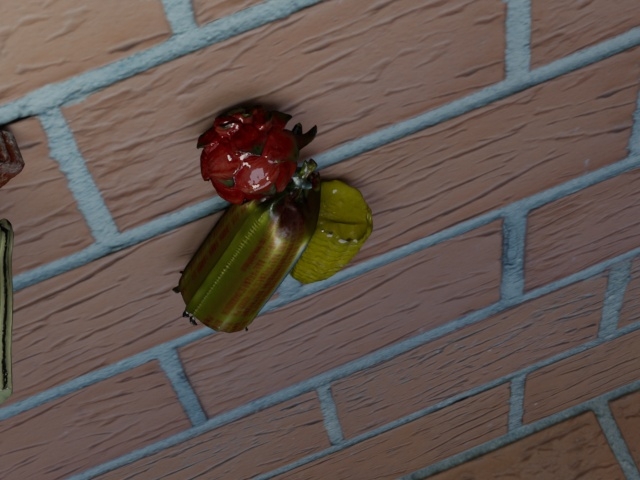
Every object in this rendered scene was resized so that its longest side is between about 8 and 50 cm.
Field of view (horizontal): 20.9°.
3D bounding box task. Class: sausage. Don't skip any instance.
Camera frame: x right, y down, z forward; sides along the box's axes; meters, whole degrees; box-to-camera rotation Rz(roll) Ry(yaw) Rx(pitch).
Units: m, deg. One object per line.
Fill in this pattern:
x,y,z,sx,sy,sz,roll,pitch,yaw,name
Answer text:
-0.083,-0.005,2.248,0.125,0.117,0.317,-9,151,-33,sausage

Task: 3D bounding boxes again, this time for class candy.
0.000,0.000,2.362,0.106,0.094,0.199,20,150,-8,candy

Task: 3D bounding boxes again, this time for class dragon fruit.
-0.084,-0.103,2.047,0.142,0.130,0.121,11,106,-51,dragon fruit

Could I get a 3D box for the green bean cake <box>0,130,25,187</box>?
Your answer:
-0.404,-0.078,1.863,0.135,0.056,0.135,-32,155,24,green bean cake

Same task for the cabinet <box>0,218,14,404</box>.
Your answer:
-0.526,0.087,1.798,0.318,0.227,0.290,21,136,-33,cabinet
